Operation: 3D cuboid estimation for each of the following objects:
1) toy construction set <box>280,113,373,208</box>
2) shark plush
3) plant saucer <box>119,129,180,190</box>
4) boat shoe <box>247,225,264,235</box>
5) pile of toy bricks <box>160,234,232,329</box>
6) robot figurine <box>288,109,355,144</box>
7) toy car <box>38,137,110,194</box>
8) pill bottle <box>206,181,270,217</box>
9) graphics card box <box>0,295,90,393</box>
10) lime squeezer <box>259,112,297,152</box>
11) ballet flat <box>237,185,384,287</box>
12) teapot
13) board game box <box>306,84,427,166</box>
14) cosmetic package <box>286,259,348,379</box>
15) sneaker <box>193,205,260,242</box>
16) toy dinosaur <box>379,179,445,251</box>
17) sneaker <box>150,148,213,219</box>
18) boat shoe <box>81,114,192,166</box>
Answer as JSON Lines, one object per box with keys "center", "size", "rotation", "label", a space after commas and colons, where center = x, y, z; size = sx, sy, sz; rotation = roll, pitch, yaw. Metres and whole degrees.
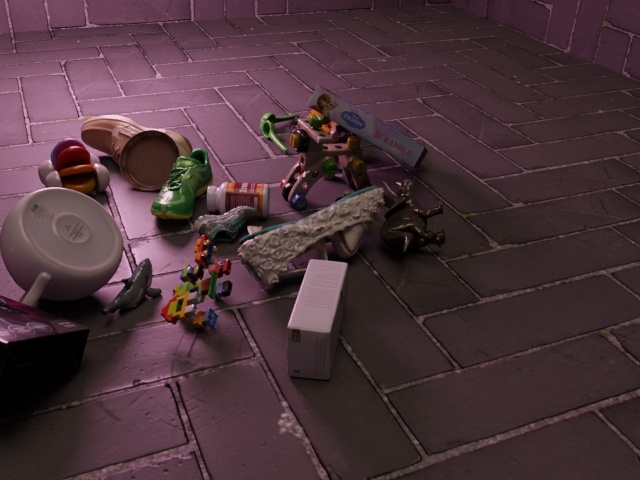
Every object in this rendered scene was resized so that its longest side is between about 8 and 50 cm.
{"center": [0.023, -0.238, 1.832], "size": [0.257, 0.237, 0.309], "rotation": [1, 30, -1], "label": "toy construction set"}
{"center": [-0.397, 0.099, 1.408], "size": [0.073, 0.067, 0.161], "rotation": [21, 35, 27], "label": "shark plush"}
{"center": [-0.457, -0.214, 1.871], "size": [0.168, 0.169, 0.029], "rotation": [6, -8, 6], "label": "plant saucer"}
{"center": [-0.141, 0.002, 1.604], "size": [0.045, 0.050, 0.135], "rotation": [-9, 33, -9], "label": "boat shoe"}
{"center": [-0.258, 0.102, 1.404], "size": [0.105, 0.118, 0.212], "rotation": [-17, 42, 22], "label": "pile of toy bricks"}
{"center": [0.024, -0.350, 2.166], "size": [0.210, 0.085, 0.291], "rotation": [11, 32, 15], "label": "robot figurine"}
{"center": [-0.651, -0.198, 1.816], "size": [0.159, 0.136, 0.182], "rotation": [-16, 36, -27], "label": "toy car"}
{"center": [-0.205, -0.103, 1.738], "size": [0.151, 0.086, 0.086], "rotation": [2, 31, 0], "label": "pill bottle"}
{"center": [-0.615, 0.143, 1.170], "size": [0.370, 0.094, 0.233], "rotation": [18, 2, 14], "label": "graphics card box"}
{"center": [-0.144, -0.352, 2.206], "size": [0.109, 0.059, 0.310], "rotation": [30, 27, -13], "label": "lime squeezer"}
{"center": [0.000, 0.000, 1.563], "size": [0.408, 0.147, 0.147], "rotation": [-23, 39, -31], "label": "ballet flat"}
{"center": [-0.541, 0.033, 1.408], "size": [0.256, 0.187, 0.253], "rotation": [-8, 61, -52], "label": "teapot"}
{"center": [0.139, -0.302, 1.892], "size": [0.318, 0.066, 0.318], "rotation": [31, 9, 5], "label": "board game box"}
{"center": [-0.002, 0.144, 1.314], "size": [0.085, 0.117, 0.231], "rotation": [5, 32, 6], "label": "cosmetic package"}
{"center": [-0.215, -0.029, 1.657], "size": [0.166, 0.065, 0.076], "rotation": [-18, 53, -25], "label": "sneaker"}
{"center": [0.206, -0.025, 1.642], "size": [0.160, 0.121, 0.314], "rotation": [0, 34, 19], "label": "toy dinosaur"}
{"center": [-0.356, -0.147, 1.765], "size": [0.109, 0.124, 0.296], "rotation": [7, 32, 6], "label": "sneaker"}
{"center": [-0.536, -0.266, 1.952], "size": [0.340, 0.122, 0.110], "rotation": [11, 50, 14], "label": "boat shoe"}
